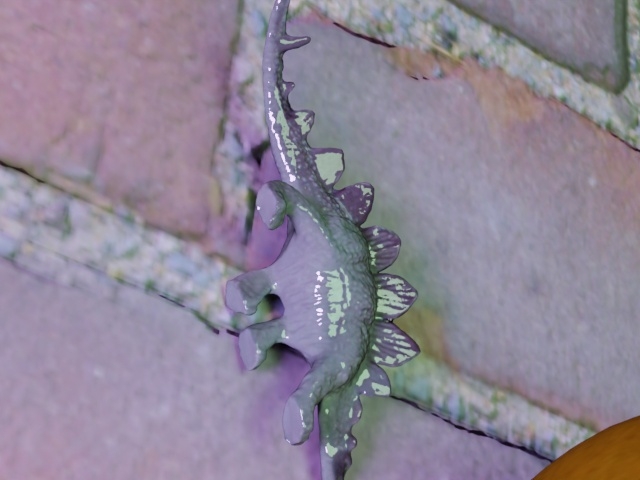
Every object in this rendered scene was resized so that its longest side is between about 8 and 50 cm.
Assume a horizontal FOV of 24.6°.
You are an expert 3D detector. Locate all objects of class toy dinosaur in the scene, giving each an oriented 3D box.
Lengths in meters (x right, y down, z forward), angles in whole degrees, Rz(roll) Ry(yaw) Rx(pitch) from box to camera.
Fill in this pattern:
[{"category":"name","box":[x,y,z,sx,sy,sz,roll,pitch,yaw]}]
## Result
[{"category":"toy dinosaur","box":[-0.002,0.000,0.590,0.082,0.039,0.208,-5,85,-46]}]

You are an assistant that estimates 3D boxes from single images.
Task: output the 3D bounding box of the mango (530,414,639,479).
[{"category":"mango","box":[0.126,0.211,0.495,0.378,0.221,0.263,-33,97,-34]}]
